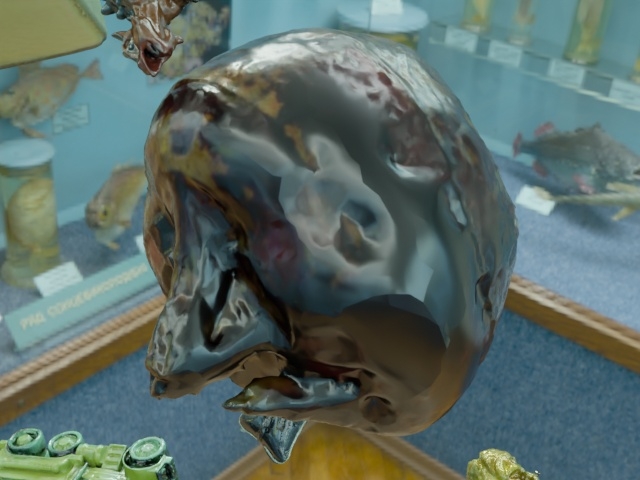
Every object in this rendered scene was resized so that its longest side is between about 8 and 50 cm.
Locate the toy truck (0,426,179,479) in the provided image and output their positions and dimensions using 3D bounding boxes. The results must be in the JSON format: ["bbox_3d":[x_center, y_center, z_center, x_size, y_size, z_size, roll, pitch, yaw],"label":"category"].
[{"bbox_3d":[-0.301,0.328,1.087,0.259,0.128,0.135,-2,26,15],"label":"toy truck"}]

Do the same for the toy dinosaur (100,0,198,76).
[{"bbox_3d":[-0.105,-0.156,0.503,0.049,0.055,0.154,16,46,-42],"label":"toy dinosaur"}]

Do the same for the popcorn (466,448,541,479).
[{"bbox_3d":[0.184,0.266,0.913,0.084,0.084,0.084,4,31,-2],"label":"popcorn"}]

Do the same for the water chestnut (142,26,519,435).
[{"bbox_3d":[0.000,0.000,0.599,0.288,0.289,0.244,3,29,-3],"label":"water chestnut"}]

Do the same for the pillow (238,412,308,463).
[{"bbox_3d":[-0.038,0.211,1.108,0.136,0.055,0.091,-49,29,-6],"label":"pillow"}]

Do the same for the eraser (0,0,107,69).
[{"bbox_3d":[-0.234,-0.182,0.631,0.117,0.058,0.172,-13,-6,-1],"label":"eraser"}]
